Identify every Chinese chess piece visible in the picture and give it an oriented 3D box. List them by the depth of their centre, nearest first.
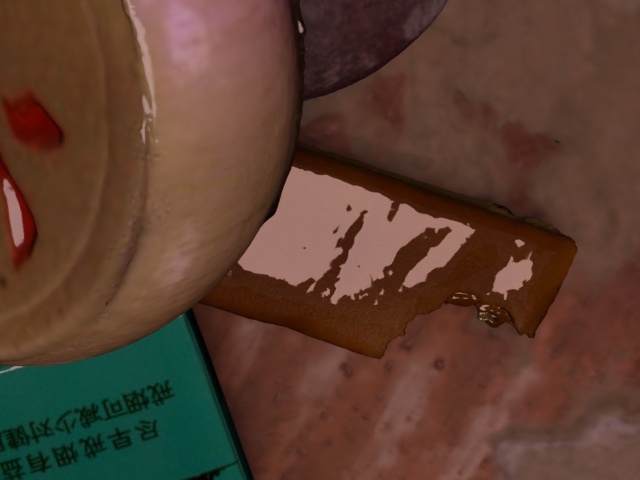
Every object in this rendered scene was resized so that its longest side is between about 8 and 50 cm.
[{"bbox_3d":[-0.125,-0.073,0.780,0.250,0.103,0.250,14,114,34],"label":"Chinese chess piece"}]

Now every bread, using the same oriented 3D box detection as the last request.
[{"bbox_3d":[0.000,0.000,0.895,0.226,0.049,0.088,19,102,-10],"label":"bread"}]

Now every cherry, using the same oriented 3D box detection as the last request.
[{"bbox_3d":[-0.016,-0.149,0.825,0.148,0.115,0.188,9,99,15],"label":"cherry"}]

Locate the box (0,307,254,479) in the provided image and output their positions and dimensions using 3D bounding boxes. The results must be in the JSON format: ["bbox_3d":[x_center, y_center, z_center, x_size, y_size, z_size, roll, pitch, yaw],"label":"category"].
[{"bbox_3d":[-0.106,0.142,0.903,0.161,0.042,0.226,-17,116,3],"label":"box"}]
